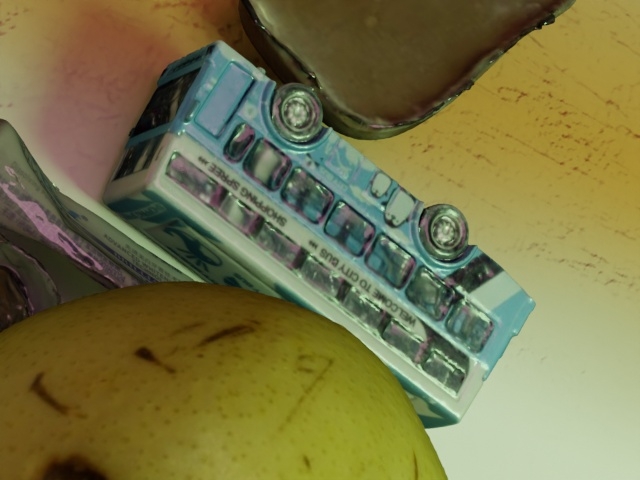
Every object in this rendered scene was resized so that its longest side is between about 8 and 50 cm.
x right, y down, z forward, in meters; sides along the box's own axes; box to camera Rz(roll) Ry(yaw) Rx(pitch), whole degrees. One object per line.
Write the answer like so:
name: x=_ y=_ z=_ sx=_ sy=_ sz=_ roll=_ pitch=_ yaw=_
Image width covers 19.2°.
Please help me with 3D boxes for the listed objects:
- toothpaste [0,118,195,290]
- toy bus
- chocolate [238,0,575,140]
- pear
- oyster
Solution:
toothpaste: x=-0.166 y=-0.012 z=1.216 sx=0.282 sy=0.068 sz=0.099 roll=33 pitch=40 yaw=-17
toy bus: x=0.000 y=0.000 z=1.302 sx=0.297 sy=0.106 sz=0.131 roll=37 pitch=68 yaw=-19
chocolate: x=0.060 y=-0.162 z=1.380 sx=0.261 sy=0.083 sz=0.161 roll=-35 pitch=79 yaw=-33
pear: x=-0.090 y=0.187 z=1.081 sx=0.348 sy=0.348 sz=0.348 roll=6 pitch=76 yaw=-28
oyster: x=-0.209 y=0.048 z=1.207 sx=0.098 sy=0.037 sz=0.100 roll=35 pitch=50 yaw=-20
